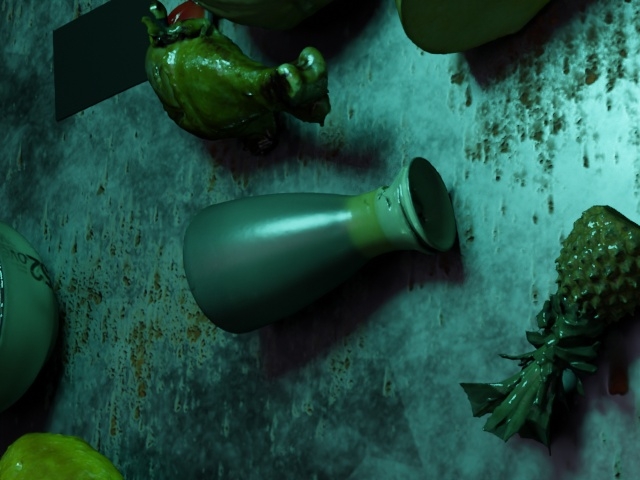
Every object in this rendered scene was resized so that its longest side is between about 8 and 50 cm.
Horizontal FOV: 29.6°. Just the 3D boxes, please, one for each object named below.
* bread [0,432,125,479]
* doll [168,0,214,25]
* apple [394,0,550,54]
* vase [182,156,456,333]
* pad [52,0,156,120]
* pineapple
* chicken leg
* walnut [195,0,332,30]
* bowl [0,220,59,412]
[{"bbox_3d":[-0.387,0.462,1.641,0.361,0.250,0.394,25,95,39],"label":"bread"},{"bbox_3d":[-0.190,-0.327,1.793,0.104,0.062,0.194,31,91,21],"label":"doll"},{"bbox_3d":[0.206,-0.379,1.402,0.309,0.314,0.252,-34,102,28],"label":"apple"},{"bbox_3d":[0.000,0.000,1.502,0.321,0.173,0.173,-17,69,30],"label":"vase"},{"bbox_3d":[-0.347,-0.306,1.945,0.245,0.006,0.170,-18,70,35],"label":"pad"},{"bbox_3d":[0.259,0.095,1.301,0.130,0.119,0.277,33,103,19],"label":"pineapple"},{"bbox_3d":[-0.111,-0.191,1.611,0.361,0.211,0.140,29,72,42],"label":"chicken leg"},{"bbox_3d":[-0.076,-0.436,1.601,0.277,0.252,0.313,-48,51,36],"label":"walnut"},{"bbox_3d":[-0.532,0.126,1.875,0.354,0.185,0.353,-10,74,37],"label":"bowl"}]
